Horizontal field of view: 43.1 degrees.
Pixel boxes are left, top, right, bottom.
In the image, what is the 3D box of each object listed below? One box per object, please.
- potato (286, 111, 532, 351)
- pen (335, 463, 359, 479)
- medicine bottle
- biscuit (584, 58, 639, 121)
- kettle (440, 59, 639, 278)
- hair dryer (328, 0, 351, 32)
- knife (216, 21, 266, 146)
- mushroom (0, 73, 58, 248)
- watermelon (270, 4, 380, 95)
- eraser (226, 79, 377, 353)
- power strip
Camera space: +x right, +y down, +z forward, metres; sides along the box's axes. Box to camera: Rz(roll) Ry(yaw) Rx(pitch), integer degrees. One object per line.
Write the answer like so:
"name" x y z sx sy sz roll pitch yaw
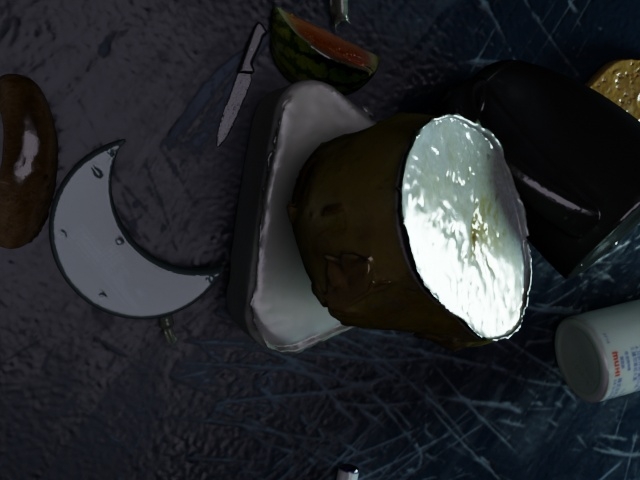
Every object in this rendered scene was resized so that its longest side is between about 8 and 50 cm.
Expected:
"potato" 0.092 -0.007 0.897 0.299 0.196 0.247 35 60 -44
"pen" 0.009 0.445 1.132 0.033 0.033 0.269 13 90 -17
"medicine bottle" 0.531 0.141 1.209 0.340 0.130 0.130 -11 98 -14
"biscuit" 0.478 -0.204 1.216 0.220 0.029 0.142 -12 97 -16
"kettle" 0.285 -0.115 1.043 0.290 0.207 0.268 49 35 17
"hair dryer" 0.008 -0.448 1.028 0.173 0.107 0.357 -7 103 -13
"knife" -0.104 -0.202 1.053 0.023 0.010 0.170 20 91 -11
"mushroom" -0.347 -0.094 0.951 0.072 0.094 0.210 2 90 -14
"watermelon" 0.005 -0.236 1.051 0.163 0.069 0.087 20 90 -19
"eraser" 0.000 0.000 1.032 0.331 0.150 0.331 -1 94 -19
"power strip" -0.236 0.014 1.009 0.167 0.054 0.253 -36 103 -8
